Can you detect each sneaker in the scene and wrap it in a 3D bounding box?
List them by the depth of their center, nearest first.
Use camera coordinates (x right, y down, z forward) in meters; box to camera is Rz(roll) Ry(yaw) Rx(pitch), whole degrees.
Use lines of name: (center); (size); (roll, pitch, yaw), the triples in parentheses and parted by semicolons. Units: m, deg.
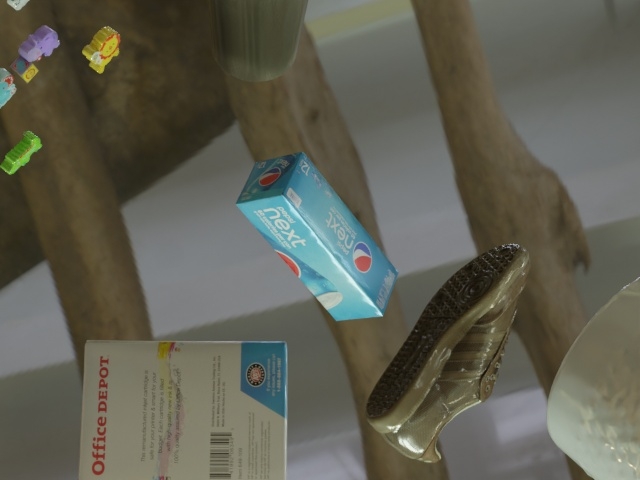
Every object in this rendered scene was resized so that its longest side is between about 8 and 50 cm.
sneaker: (0.111, 0.088, 0.892); (0.188, 0.071, 0.066); (-49, -157, -15)

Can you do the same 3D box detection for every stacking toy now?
stacking toy: (-0.381, -0.217, 1.427); (0.167, 0.052, 0.221); (36, -99, 14)

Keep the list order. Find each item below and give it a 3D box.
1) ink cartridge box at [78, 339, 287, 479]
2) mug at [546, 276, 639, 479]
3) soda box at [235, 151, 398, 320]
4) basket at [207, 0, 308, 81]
ink cartridge box: (-0.180, 0.246, 1.562); (0.270, 0.197, 0.198); (1, -102, -1)
mug: (0.492, 0.185, 1.265); (0.328, 0.276, 0.374); (41, -77, 42)
soda box: (0.000, 0.000, 1.272); (0.071, 0.210, 0.067); (-9, -137, 38)
basket: (-0.088, -0.346, 1.604); (0.154, 0.227, 0.204); (23, -125, 9)
